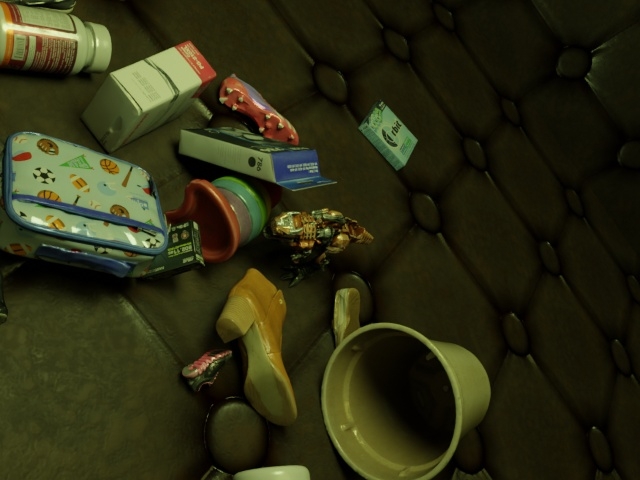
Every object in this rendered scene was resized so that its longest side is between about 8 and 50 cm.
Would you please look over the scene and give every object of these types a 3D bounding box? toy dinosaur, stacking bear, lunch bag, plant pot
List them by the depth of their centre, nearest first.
[{"bbox_3d":[-0.418,-0.054,1.079,0.303,0.115,0.243,15,40,-40],"label":"lunch bag"},{"bbox_3d":[-0.181,-0.082,1.334,0.164,0.175,0.289,46,35,-3],"label":"stacking bear"},{"bbox_3d":[0.224,0.352,1.368,0.305,0.334,0.333,9,61,-53],"label":"plant pot"},{"bbox_3d":[0.000,0.000,1.400,0.322,0.218,0.164,25,51,-31],"label":"toy dinosaur"}]

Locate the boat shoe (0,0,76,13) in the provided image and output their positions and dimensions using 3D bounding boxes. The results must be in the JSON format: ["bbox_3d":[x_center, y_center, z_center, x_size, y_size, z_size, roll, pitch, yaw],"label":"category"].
[{"bbox_3d":[-0.605,-0.518,1.251,0.206,0.065,0.075,-15,78,-46],"label":"boat shoe"}]

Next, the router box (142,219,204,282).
[{"bbox_3d":[-0.295,0.022,1.190,0.038,0.122,0.092,47,28,-67],"label":"router box"}]

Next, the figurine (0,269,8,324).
[{"bbox_3d":[-0.582,0.015,0.915,0.215,0.092,0.209,43,27,-60],"label":"figurine"}]

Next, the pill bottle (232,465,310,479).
[{"bbox_3d":[-0.080,0.545,1.070,0.146,0.146,0.264,14,59,-37],"label":"pill bottle"}]

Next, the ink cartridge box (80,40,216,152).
[{"bbox_3d":[-0.361,-0.304,1.275,0.100,0.172,0.237,51,43,-7],"label":"ink cartridge box"}]

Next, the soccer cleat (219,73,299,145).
[{"bbox_3d":[-0.150,-0.333,1.558,0.248,0.083,0.095,35,43,-20],"label":"soccer cleat"}]

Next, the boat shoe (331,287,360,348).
[{"bbox_3d":[0.056,0.199,1.457,0.063,0.059,0.170,15,78,-44],"label":"boat shoe"}]

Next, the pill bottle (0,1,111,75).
[{"bbox_3d":[-0.541,-0.393,1.198,0.221,0.121,0.121,-6,72,-45],"label":"pill bottle"}]

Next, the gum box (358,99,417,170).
[{"bbox_3d":[0.217,-0.336,1.920,0.184,0.041,0.157,45,45,-15],"label":"gum box"}]

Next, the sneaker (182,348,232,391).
[{"bbox_3d":[-0.219,0.256,1.191,0.119,0.047,0.057,-27,109,-47],"label":"sneaker"}]

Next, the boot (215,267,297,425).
[{"bbox_3d":[-0.104,0.216,1.276,0.295,0.104,0.211,64,24,-16],"label":"boot"}]

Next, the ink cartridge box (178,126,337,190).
[{"bbox_3d":[-0.137,-0.186,1.323,0.165,0.333,0.065,-18,123,-54],"label":"ink cartridge box"}]
